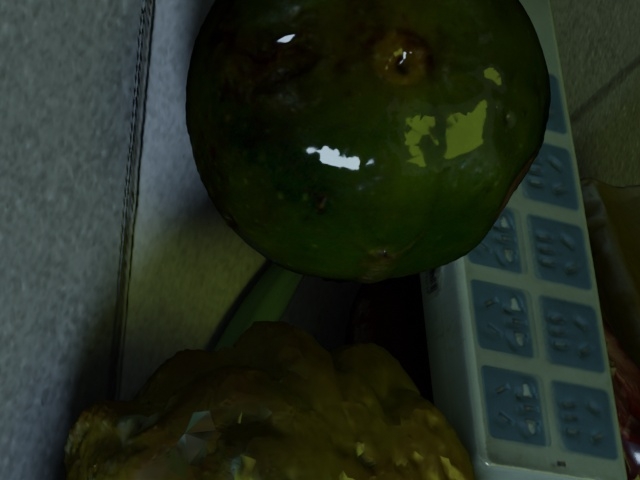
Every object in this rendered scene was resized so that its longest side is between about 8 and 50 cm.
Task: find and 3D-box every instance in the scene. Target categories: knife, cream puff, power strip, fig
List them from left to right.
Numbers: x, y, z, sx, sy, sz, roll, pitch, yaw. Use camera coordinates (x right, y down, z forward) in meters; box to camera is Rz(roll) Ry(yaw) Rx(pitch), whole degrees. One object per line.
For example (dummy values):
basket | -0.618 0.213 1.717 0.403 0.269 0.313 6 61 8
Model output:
cream puff | -0.023 0.163 0.970 0.196 0.244 0.244 128 -16 -70
knife | -0.002 0.000 1.143 0.293 0.020 0.043 -57 142 -37
fig | 0.015 -0.059 1.024 0.195 0.195 0.245 -62 180 -30
power strip | 0.104 -0.019 1.126 0.106 0.043 0.367 12 58 -31

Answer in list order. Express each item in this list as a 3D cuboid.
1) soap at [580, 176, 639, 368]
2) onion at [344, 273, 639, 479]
soap | 0.292 0.146 1.433 0.335 0.156 0.293 -105 176 -46
onion | 0.103 0.129 1.204 0.272 0.195 0.272 35 33 -27
